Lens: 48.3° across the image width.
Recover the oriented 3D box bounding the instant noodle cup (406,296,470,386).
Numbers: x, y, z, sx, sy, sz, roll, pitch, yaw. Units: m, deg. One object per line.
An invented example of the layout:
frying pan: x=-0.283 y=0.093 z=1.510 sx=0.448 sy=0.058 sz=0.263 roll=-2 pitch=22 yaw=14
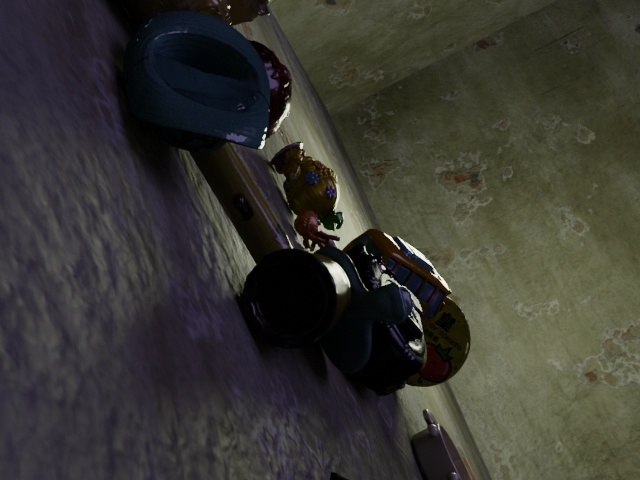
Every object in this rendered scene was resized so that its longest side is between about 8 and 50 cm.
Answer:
instant noodle cup: x=0.187 y=0.190 z=1.378 sx=0.144 sy=0.182 sz=0.182 roll=76 pitch=-10 yaw=-79

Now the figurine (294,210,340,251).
figurine: x=0.000 y=0.000 z=1.133 sx=0.109 sy=0.064 sz=0.047 roll=50 pitch=35 yaw=-26

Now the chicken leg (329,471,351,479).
chicken leg: x=0.075 y=0.275 z=0.688 sx=0.113 sy=0.093 sz=0.304 roll=48 pitch=4 yaw=39

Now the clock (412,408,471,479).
clock: x=0.215 y=0.401 z=1.248 sx=0.155 sy=0.063 sz=0.229 roll=50 pitch=13 yaw=-50

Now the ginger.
ginger: x=-0.158 y=-0.260 z=0.759 sx=0.216 sy=0.102 sz=0.157 roll=58 pitch=-18 yaw=-9

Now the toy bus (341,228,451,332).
toy bus: x=0.122 y=0.072 z=1.214 sx=0.209 sy=0.136 sz=0.126 roll=32 pitch=13 yaw=-34

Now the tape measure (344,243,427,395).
tape measure: x=0.087 y=0.123 z=1.034 sx=0.199 sy=0.112 sz=0.186 roll=44 pitch=27 yaw=-36

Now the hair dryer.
hair dryer: x=-0.067 y=-0.026 z=0.718 sx=0.278 sy=0.090 sz=0.135 roll=59 pitch=8 yaw=6

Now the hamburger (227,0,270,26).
hamburger: x=-0.128 y=-0.471 z=1.004 sx=0.445 sy=0.268 sz=0.287 roll=-92 pitch=157 yaw=-61

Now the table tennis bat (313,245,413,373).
table tennis bat: x=0.034 y=0.077 z=0.810 sx=0.244 sy=0.040 sz=0.152 roll=159 pitch=-81 yaw=-67

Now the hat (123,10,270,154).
hat: x=-0.114 y=-0.130 z=0.653 sx=0.138 sy=0.078 sz=0.191 roll=15 pitch=42 yaw=-21

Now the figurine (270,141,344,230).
figurine: x=-0.014 y=-0.086 z=1.159 sx=0.156 sy=0.095 sz=0.115 roll=61 pitch=-4 yaw=4

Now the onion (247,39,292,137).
onion: x=-0.095 y=-0.181 z=0.873 sx=0.131 sy=0.131 sz=0.131 roll=62 pitch=8 yaw=-16

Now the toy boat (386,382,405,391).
toy boat: x=0.109 y=0.206 z=1.193 sx=0.200 sy=0.057 sz=0.077 roll=-48 pitch=117 yaw=-82
